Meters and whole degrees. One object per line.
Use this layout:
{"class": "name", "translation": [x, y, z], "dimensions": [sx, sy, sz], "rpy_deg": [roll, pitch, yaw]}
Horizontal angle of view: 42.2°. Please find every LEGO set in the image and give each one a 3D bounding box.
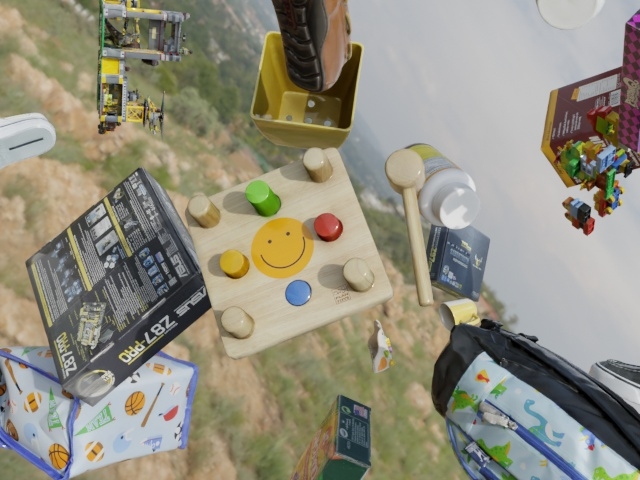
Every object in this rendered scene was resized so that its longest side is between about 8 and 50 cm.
{"class": "LEGO set", "translation": [-0.384, -0.394, 1.812], "dimensions": [0.255, 0.192, 0.331], "rpy_deg": [-135, -132, -66]}

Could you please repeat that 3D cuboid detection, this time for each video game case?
{"class": "video game case", "translation": [0.463, -0.250, 1.047], "dimensions": [0.042, 0.210, 0.232], "rpy_deg": [43, -11, 32]}

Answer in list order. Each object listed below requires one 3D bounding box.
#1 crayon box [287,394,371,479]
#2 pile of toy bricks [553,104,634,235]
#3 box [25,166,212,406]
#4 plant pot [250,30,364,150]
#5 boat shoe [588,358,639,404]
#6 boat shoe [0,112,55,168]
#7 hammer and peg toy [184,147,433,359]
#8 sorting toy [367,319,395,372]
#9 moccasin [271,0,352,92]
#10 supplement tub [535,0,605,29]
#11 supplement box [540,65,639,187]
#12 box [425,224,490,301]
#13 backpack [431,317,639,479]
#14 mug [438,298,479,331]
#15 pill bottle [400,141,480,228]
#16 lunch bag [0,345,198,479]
{"class": "crayon box", "translation": [-0.003, 0.497, 1.682], "dimensions": [0.081, 0.318, 0.202], "rpy_deg": [25, 21, -7]}
{"class": "pile of toy bricks", "translation": [0.416, -0.113, 1.309], "dimensions": [0.105, 0.118, 0.212], "rpy_deg": [42, -19, 34]}
{"class": "box", "translation": [-0.386, 0.071, 1.578], "dimensions": [0.097, 0.318, 0.395], "rpy_deg": [51, 0, -43]}
{"class": "plant pot", "translation": [-0.027, -0.304, 1.810], "dimensions": [0.187, 0.212, 0.212], "rpy_deg": [92, 7, -71]}
{"class": "boat shoe", "translation": [0.586, 0.226, 1.318], "dimensions": [0.306, 0.105, 0.113], "rpy_deg": [16, 6, 39]}
{"class": "boat shoe", "translation": [-0.548, -0.151, 1.354], "dimensions": [0.076, 0.226, 0.083], "rpy_deg": [-129, -151, -49]}
{"class": "hammer and peg toy", "translation": [0.000, 0.000, 1.198], "dimensions": [0.127, 0.361, 0.266], "rpy_deg": [58, 12, -67]}
{"class": "sorting toy", "translation": [0.109, 0.188, 1.522], "dimensions": [0.083, 0.045, 0.075], "rpy_deg": [-98, 178, -66]}
{"class": "moccasin", "translation": [-0.001, -0.434, 1.418], "dimensions": [0.139, 0.147, 0.380], "rpy_deg": [21, -35, 29]}
{"class": "supplement tub", "translation": [0.531, -0.536, 1.745], "dimensions": [0.144, 0.144, 0.199], "rpy_deg": [54, 37, -18]}
{"class": "supplement box", "translation": [0.592, -0.242, 1.756], "dimensions": [0.129, 0.194, 0.191], "rpy_deg": [46, 46, -31]}
{"class": "box", "translation": [0.359, 0.047, 2.181], "dimensions": [0.233, 0.059, 0.183], "rpy_deg": [27, 71, -49]}
{"class": "backpack", "translation": [0.336, 0.292, 1.124], "dimensions": [0.356, 0.273, 0.290], "rpy_deg": [22, -3, 39]}
{"class": "mug", "translation": [0.291, 0.155, 1.710], "dimensions": [0.078, 0.064, 0.062], "rpy_deg": [61, -24, 30]}
{"class": "pill bottle", "translation": [0.224, -0.104, 1.613], "dimensions": [0.117, 0.117, 0.215], "rpy_deg": [51, 2, -33]}
{"class": "lunch bag", "translation": [-0.511, 0.326, 1.755], "dimensions": [0.385, 0.238, 0.328], "rpy_deg": [18, 10, 35]}
